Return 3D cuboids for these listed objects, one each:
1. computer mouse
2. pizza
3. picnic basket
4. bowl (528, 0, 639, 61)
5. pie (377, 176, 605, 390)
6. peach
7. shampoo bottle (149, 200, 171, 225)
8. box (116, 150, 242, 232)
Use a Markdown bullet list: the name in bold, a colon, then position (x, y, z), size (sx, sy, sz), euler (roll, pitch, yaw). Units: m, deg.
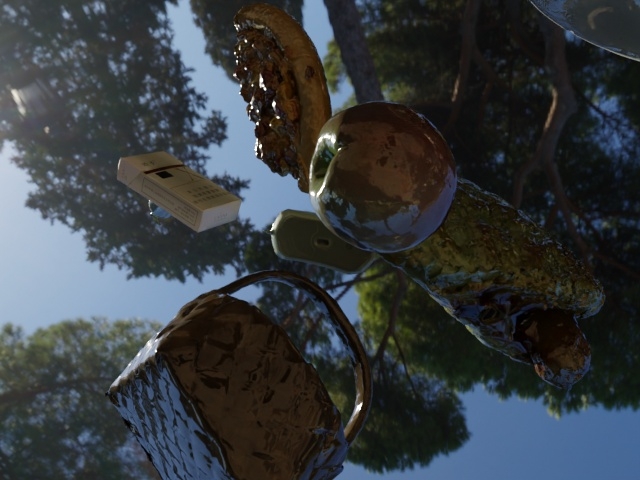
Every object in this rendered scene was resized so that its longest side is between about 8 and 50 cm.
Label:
- **computer mouse**: position (0.000, 0.000, 1.050), size (0.181, 0.056, 0.089), euler (9, -86, 8)
- **pizza**: position (-0.042, -0.156, 0.690), size (0.058, 0.127, 0.247), euler (-2, -107, -30)
- **picnic basket**: position (-0.065, 0.187, 0.862), size (0.337, 0.337, 0.293), euler (-32, -93, -13)
- **bowl**: position (0.286, -0.238, 0.604), size (0.189, 0.189, 0.086), euler (32, -80, 33)
- **pie**: position (0.217, -0.001, 1.009), size (0.180, 0.418, 0.395), euler (-52, -174, 15)
- **peach**: position (0.034, -0.033, 0.353), size (0.083, 0.083, 0.083), euler (-7, -130, 8)
- **shampoo bottle**: position (-0.274, -0.073, 1.189), size (0.195, 0.056, 0.056), euler (-24, -151, 55)
- **box**: position (-0.193, -0.070, 0.906), size (0.154, 0.040, 0.084), euler (32, -150, 20)
